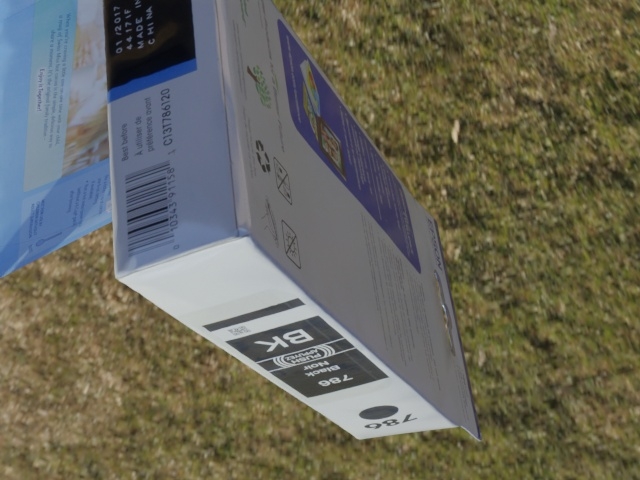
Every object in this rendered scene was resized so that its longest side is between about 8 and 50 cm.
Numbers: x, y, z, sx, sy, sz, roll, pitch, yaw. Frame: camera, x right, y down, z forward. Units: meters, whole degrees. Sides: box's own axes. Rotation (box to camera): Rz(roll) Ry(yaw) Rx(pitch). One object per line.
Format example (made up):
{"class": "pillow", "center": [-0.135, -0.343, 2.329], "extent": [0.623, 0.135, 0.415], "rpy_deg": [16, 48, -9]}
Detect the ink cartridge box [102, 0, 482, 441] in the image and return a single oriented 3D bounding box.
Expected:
{"class": "ink cartridge box", "center": [0.000, 0.000, 0.566], "extent": [0.065, 0.165, 0.333], "rpy_deg": [-19, 150, 17]}

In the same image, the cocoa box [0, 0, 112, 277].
{"class": "cocoa box", "center": [-0.258, -0.181, 0.937], "extent": [0.228, 0.231, 0.347], "rpy_deg": [41, 138, 21]}
